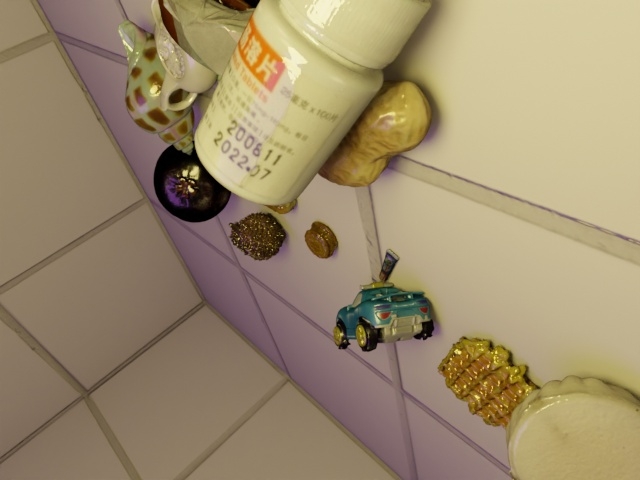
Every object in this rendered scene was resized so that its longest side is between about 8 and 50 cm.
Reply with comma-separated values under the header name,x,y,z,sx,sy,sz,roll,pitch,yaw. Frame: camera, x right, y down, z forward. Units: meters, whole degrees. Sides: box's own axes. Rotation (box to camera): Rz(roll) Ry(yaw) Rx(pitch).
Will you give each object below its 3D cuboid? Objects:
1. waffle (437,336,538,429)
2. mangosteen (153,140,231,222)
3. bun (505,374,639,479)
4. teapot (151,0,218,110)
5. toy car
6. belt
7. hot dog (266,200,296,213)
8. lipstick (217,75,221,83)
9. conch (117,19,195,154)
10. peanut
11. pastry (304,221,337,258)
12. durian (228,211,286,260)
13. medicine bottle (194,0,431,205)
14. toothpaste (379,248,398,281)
name,x,y,z,sx,sy,sz,roll,pitch,yaw
waffle,0.402,0.351,1.148,0.307,0.060,0.311,57,154,-10
mangosteen,-0.426,-0.206,1.628,0.275,0.274,0.302,57,-170,-14
bun,0.476,0.352,0.883,0.262,0.175,0.264,5,108,15
teapot,-0.341,-0.454,1.187,0.208,0.166,0.300,34,133,15
toy car,0.148,0.193,1.240,0.314,0.198,0.166,148,117,-69
belt,-0.173,-0.427,0.865,0.339,0.217,0.122,49,156,21
hot dog,-0.178,-0.150,1.448,0.288,0.083,0.068,31,168,39
lipstick,-0.210,-0.306,1.279,0.076,0.076,0.304,38,153,28
conch,-0.468,-0.432,1.383,0.249,0.197,0.369,42,133,51
peanut,0.083,-0.187,0.861,0.149,0.149,0.313,52,149,-3
pastry,0.000,0.000,1.361,0.109,0.057,0.097,56,154,-14
durian,-0.215,-0.015,1.573,0.195,0.167,0.196,9,148,6
medicine bottle,-0.027,-0.245,0.710,0.211,0.211,0.371,47,126,10
toothpaste,0.169,0.069,1.208,0.037,0.021,0.140,41,151,19
